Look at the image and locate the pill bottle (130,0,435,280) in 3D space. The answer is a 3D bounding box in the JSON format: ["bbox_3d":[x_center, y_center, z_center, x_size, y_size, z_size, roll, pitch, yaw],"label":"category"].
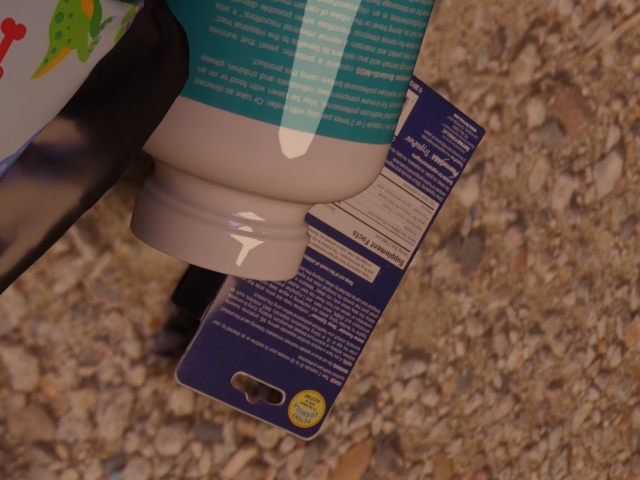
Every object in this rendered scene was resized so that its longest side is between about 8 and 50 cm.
[{"bbox_3d":[-0.018,-0.118,0.760,0.146,0.146,0.264,7,104,-43],"label":"pill bottle"}]

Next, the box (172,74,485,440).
[{"bbox_3d":[0.000,0.000,0.909,0.136,0.036,0.225,31,86,-45],"label":"box"}]

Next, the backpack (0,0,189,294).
[{"bbox_3d":[-0.235,-0.102,0.532,0.290,0.273,0.355,-44,118,-10],"label":"backpack"}]
